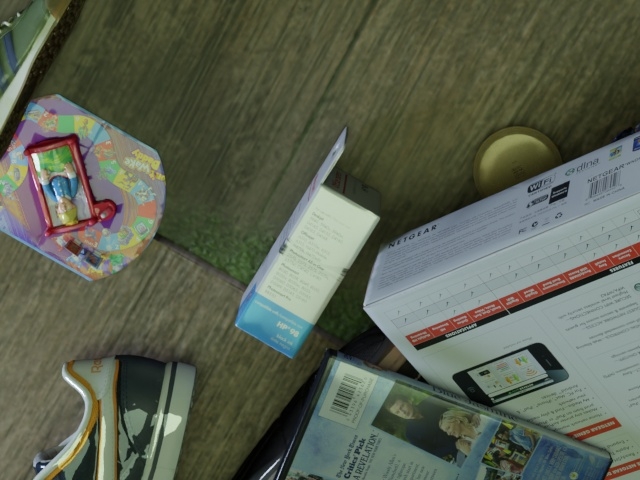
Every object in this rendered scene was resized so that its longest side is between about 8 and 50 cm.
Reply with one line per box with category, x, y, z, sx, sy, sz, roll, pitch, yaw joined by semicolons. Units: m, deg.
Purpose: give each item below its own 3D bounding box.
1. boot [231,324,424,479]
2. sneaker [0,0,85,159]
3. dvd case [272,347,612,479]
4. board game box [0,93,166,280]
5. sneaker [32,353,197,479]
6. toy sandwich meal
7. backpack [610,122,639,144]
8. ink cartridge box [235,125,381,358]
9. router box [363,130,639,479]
boot;0.052;0.280;1.659;0.284;0.138;0.377;35;102;-6
sneaker;-0.278;-0.154;1.608;0.086;0.064;0.192;30;98;4
dvd case;0.090;0.212;1.564;0.253;0.022;0.180;21;104;-6
board game box;-0.218;-0.044;1.648;0.168;0.033;0.133;30;102;-5
sneaker;-0.198;0.255;1.671;0.127;0.126;0.321;11;92;-5
toy sandwich meal;0.173;-0.061;1.634;0.085;0.029;0.086;1;102;7
backpack;0.281;0.009;1.600;0.158;0.117;0.173;21;129;-2
ink cartridge box;0.000;0.000;1.613;0.060;0.104;0.180;31;102;-5
router box;0.255;0.073;1.530;0.335;0.082;0.301;-24;121;31
